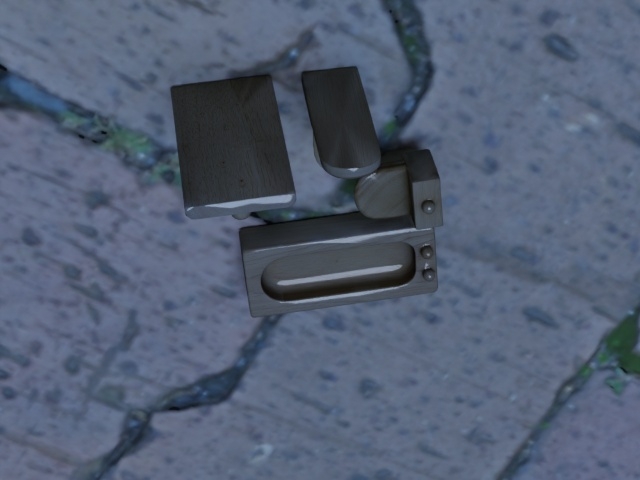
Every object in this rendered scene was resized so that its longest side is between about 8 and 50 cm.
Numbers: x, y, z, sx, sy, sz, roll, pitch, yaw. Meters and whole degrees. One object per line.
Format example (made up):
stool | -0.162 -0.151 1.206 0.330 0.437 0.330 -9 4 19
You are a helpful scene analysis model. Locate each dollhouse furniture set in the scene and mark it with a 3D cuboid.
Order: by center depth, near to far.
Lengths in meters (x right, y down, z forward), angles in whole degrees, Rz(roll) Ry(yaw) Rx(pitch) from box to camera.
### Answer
dollhouse furniture set | 0.000 0.000 1.008 0.144 0.123 0.151 -8 125 -3
